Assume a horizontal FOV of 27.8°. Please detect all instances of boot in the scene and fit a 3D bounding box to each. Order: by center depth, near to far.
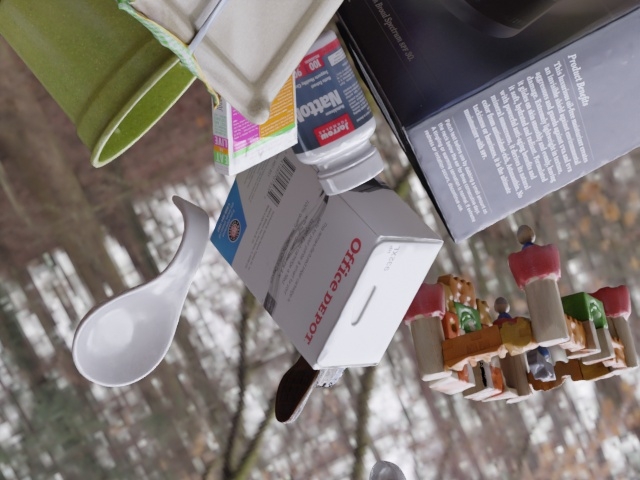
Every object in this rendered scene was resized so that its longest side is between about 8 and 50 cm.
[{"bbox_3d":[-0.007,0.263,2.419,0.082,0.106,0.219,1,-124,41],"label":"boot"}]

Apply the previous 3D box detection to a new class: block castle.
[{"bbox_3d":[0.353,0.136,2.285,0.303,0.213,0.453,-20,159,26],"label":"block castle"}]

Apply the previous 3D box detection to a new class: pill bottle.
[{"bbox_3d":[0.005,-0.152,1.553,0.108,0.180,0.108,-25,-168,6],"label":"pill bottle"}]

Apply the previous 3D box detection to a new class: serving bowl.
[{"bbox_3d":[0.097,0.336,1.736,0.027,0.083,0.083,-3,-170,-27],"label":"serving bowl"}]

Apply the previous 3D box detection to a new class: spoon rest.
[{"bbox_3d":[-0.233,0.077,1.740,0.276,0.137,0.084,-60,-144,4],"label":"spoon rest"}]

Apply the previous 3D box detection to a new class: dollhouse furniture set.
[{"bbox_3d":[-0.052,-0.261,0.926,0.151,0.197,0.301,30,-98,36],"label":"dollhouse furniture set"}]

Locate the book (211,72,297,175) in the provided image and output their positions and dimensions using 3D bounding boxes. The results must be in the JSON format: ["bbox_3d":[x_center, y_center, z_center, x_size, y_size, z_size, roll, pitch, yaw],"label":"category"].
[{"bbox_3d":[-0.062,-0.141,1.177,0.035,0.144,0.096,20,-145,29],"label":"book"}]

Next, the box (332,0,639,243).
[{"bbox_3d":[0.180,-0.209,1.224,0.294,0.183,0.296,-28,-132,2],"label":"box"}]

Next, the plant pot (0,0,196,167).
[{"bbox_3d":[-0.327,-0.292,1.892,0.276,0.254,0.276,-47,-179,1],"label":"plant pot"}]

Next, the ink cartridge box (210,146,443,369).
[{"bbox_3d":[0.000,0.000,1.818,0.129,0.223,0.307,2,-146,-40],"label":"ink cartridge box"}]
